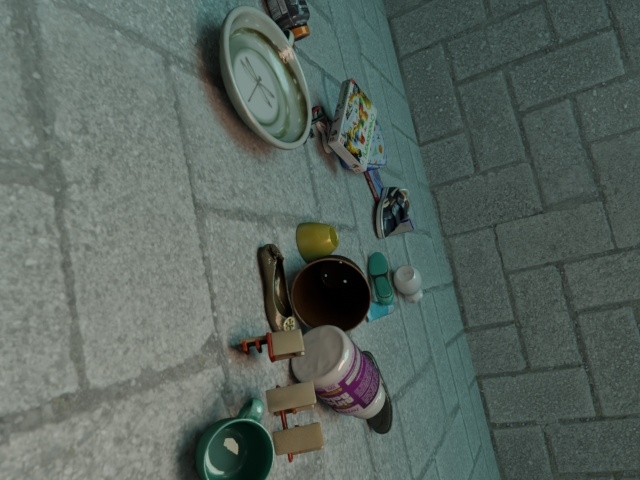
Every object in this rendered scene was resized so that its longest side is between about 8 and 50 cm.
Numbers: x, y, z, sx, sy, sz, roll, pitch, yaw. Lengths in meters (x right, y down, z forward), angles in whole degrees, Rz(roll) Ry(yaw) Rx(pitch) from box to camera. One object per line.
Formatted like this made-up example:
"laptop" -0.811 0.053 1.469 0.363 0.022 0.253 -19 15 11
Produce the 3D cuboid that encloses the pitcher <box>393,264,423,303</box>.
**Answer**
"pitcher" 0.392 0.173 2.243 0.177 0.126 0.207 65 5 33

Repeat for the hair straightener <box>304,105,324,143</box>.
"hair straightener" -0.032 -0.400 1.731 0.089 0.047 0.230 63 27 -23

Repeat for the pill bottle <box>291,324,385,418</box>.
"pill bottle" 0.062 0.370 1.331 0.301 0.169 0.169 52 33 -40

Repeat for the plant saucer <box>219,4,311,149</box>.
"plant saucer" -0.168 -0.437 1.376 0.400 0.101 0.400 32 51 -52

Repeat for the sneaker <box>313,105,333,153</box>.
"sneaker" 0.036 -0.424 1.856 0.178 0.077 0.072 70 23 -8

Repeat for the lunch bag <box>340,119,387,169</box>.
"lunch bag" 0.172 -0.403 2.068 0.303 0.115 0.243 -11 92 -58

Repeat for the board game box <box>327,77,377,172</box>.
"board game box" 0.127 -0.435 1.864 0.193 0.053 0.305 38 54 -42

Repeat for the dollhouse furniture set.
"dollhouse furniture set" -0.084 0.329 1.040 0.262 0.135 0.259 96 -17 -69

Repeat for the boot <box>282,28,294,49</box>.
"boot" -0.104 -0.561 1.633 0.176 0.088 0.244 42 48 -51

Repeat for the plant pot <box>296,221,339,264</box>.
"plant pot" 0.000 0.000 1.505 0.134 0.095 0.134 44 38 -50

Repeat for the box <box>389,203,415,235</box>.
"box" 0.377 -0.099 2.339 0.072 0.126 0.137 62 28 -30

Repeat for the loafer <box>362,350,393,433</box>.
"loafer" 0.185 0.493 1.622 0.084 0.096 0.267 5 69 -71

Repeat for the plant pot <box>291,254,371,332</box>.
"plant pot" 0.038 0.126 1.420 0.230 0.215 0.215 -67 138 -76

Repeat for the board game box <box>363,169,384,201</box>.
"board game box" 0.227 -0.335 2.275 0.281 0.027 0.145 65 28 -20

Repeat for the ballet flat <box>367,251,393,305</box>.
"ballet flat" 0.236 0.157 1.938 0.247 0.083 0.087 -97 178 -46

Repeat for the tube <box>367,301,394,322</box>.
"tube" 0.224 0.266 1.894 0.207 0.052 0.080 5 61 -59

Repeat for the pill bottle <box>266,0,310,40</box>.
"pill bottle" -0.117 -0.819 1.698 0.245 0.130 0.130 70 25 -12

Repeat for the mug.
"mug" -0.152 0.384 0.901 0.158 0.097 0.129 -31 90 -33

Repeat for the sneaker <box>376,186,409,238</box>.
"sneaker" 0.333 -0.138 2.236 0.321 0.128 0.126 -72 153 -42

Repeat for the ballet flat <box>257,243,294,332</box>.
"ballet flat" -0.104 0.128 1.250 0.084 0.058 0.249 4 72 -64
